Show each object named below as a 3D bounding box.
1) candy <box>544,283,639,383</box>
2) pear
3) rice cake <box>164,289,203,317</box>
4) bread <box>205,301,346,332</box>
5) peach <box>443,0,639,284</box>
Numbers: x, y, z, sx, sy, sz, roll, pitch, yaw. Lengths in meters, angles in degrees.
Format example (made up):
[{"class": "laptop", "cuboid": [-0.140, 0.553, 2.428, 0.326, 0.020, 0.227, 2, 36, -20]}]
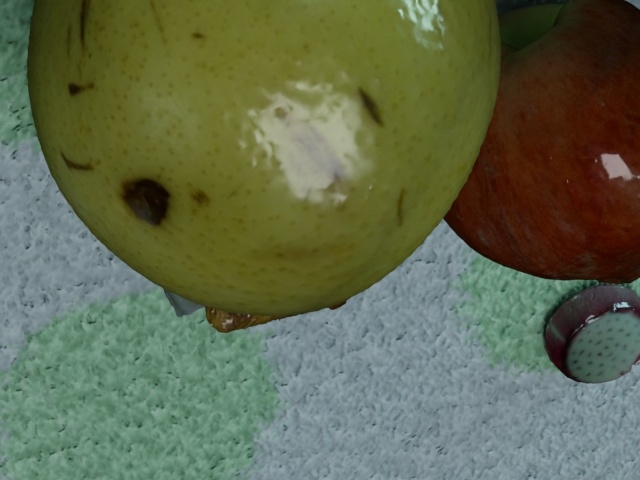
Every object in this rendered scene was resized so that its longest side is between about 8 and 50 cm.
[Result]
[{"class": "candy", "cuboid": [0.260, 0.088, 1.828, 0.103, 0.043, 0.103, -10, 128, -13]}, {"class": "pear", "cuboid": [-0.040, -0.126, 1.367, 0.348, 0.348, 0.348, -10, 129, -13]}, {"class": "rice cake", "cuboid": [-0.137, -0.037, 1.584, 0.055, 0.049, 0.270, -11, 132, 17]}, {"class": "bread", "cuboid": [0.000, 0.000, 1.641, 0.233, 0.076, 0.105, -30, 132, -6]}, {"class": "peach", "cuboid": [0.202, -0.065, 1.573, 0.232, 0.232, 0.257, -21, 113, -4]}]
